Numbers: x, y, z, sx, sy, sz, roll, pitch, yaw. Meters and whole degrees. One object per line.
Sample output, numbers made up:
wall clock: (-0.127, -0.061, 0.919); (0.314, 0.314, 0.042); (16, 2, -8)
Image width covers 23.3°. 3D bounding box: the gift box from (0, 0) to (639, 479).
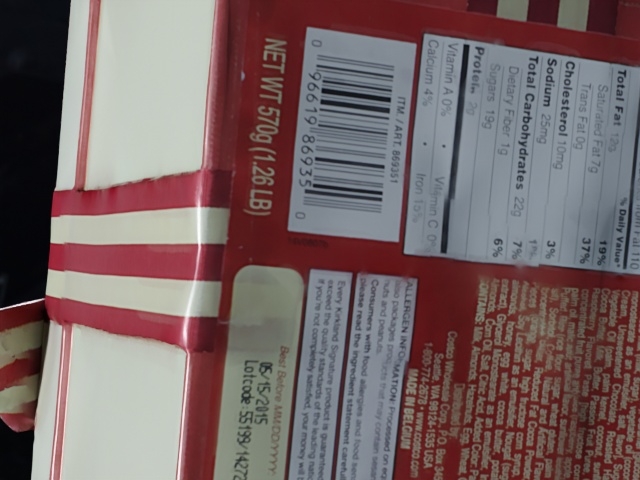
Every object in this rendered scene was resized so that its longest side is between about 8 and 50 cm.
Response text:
gift box: (0.000, 0.000, 0.619); (0.276, 0.255, 0.258); (10, 178, -20)
